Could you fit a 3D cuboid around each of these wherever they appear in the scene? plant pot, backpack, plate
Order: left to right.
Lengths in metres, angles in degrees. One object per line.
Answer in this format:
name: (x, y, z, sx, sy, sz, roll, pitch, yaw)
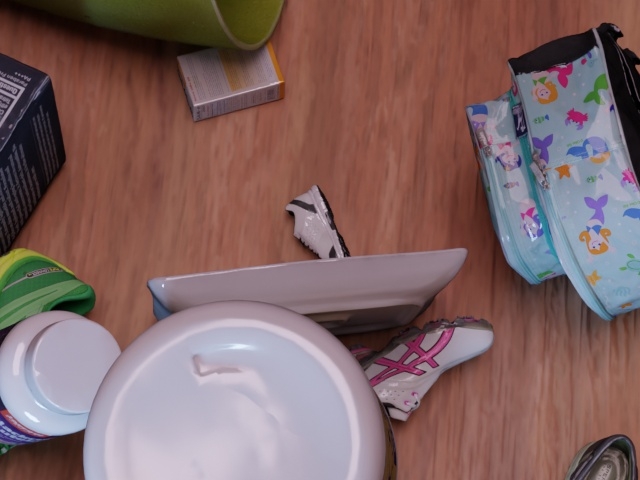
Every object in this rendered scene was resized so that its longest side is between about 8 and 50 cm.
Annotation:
plant pot: (-0.210, -0.324, 1.995, 0.294, 0.275, 0.274, 0, 64, 18)
plate: (-0.016, 0.058, 1.806, 0.278, 0.277, 0.045, -5, 82, -4)
backpack: (0.255, -0.050, 1.889, 0.191, 0.225, 0.253, -25, 72, 11)

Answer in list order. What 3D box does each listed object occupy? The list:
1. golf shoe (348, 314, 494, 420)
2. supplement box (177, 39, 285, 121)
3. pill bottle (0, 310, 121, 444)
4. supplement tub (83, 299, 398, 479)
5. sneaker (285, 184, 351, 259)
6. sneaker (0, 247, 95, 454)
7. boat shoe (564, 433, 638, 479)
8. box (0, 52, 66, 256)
golf shoe: (0.082, 0.129, 1.888, 0.186, 0.067, 0.086, -19, 77, 0)
supplement box: (-0.092, -0.167, 2.027, 0.098, 0.036, 0.062, -15, 67, -9)
pill bottle: (-0.239, 0.119, 1.719, 0.108, 0.193, 0.108, 5, 78, -24)
supplement tub: (-0.057, 0.188, 1.684, 0.241, 0.331, 0.241, -1, 80, 5)
sneaker: (0.000, 0.000, 1.959, 0.044, 0.040, 0.109, -25, 64, 5)
sneaker: (-0.294, 0.144, 1.840, 0.124, 0.109, 0.295, 16, 66, 8)
boat shoe: (0.239, 0.277, 1.817, 0.080, 0.073, 0.223, 19, 66, 7)
box: (-0.447, -0.060, 1.886, 0.296, 0.182, 0.294, 25, 66, 11)
